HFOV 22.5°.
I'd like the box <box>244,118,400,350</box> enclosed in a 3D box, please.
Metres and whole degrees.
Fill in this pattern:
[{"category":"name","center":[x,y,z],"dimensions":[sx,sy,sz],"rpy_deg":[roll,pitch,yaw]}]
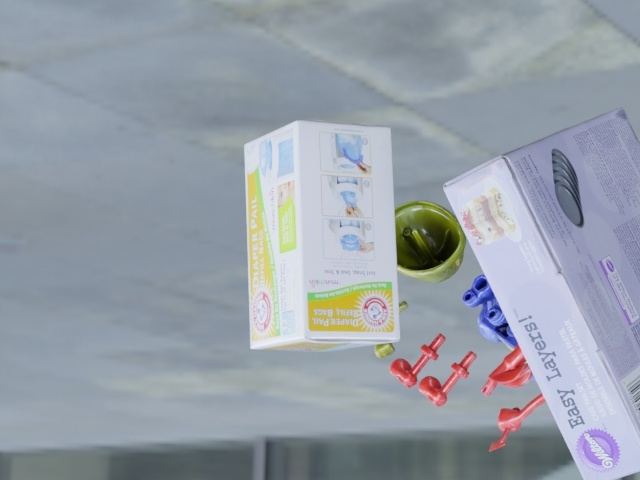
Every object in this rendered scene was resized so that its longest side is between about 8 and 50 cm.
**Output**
[{"category":"box","center":[0.000,0.000,1.503],"dimensions":[0.103,0.203,0.114],"rpy_deg":[3,170,-29]}]

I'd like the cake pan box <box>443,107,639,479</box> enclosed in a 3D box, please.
[{"category":"cake pan box","center":[0.229,0.038,1.271],"dimensions":[0.070,0.266,0.246],"rpy_deg":[-27,179,36]}]

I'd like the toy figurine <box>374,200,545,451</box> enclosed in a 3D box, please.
[{"category":"toy figurine","center":[0.203,0.121,1.765],"dimensions":[0.217,0.191,0.362],"rpy_deg":[38,178,-40]}]
